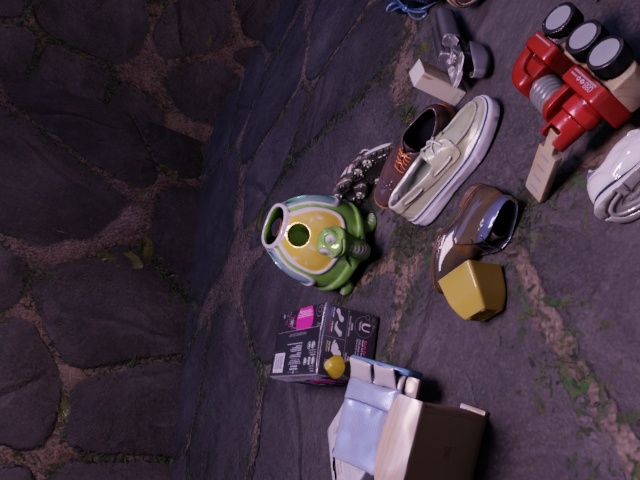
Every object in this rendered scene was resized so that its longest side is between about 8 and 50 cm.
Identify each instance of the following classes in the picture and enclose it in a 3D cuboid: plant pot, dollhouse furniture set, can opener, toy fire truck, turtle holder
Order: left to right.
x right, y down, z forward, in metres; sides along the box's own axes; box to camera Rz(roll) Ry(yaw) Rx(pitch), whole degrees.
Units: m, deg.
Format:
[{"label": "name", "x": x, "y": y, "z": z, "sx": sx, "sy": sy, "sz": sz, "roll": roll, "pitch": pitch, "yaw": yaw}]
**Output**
[{"label": "turtle holder", "x": -0.010, "y": 0.012, "z": 1.478, "sx": 0.243, "sy": 0.228, "sz": 0.320, "roll": -60, "pitch": 27, "yaw": 23}, {"label": "dollhouse furniture set", "x": 0.073, "y": 0.346, "z": 1.001, "sx": 0.304, "sy": 0.198, "sz": 0.286, "roll": 8, "pitch": 80, "yaw": 46}, {"label": "can opener", "x": 0.308, "y": -0.427, "z": 1.333, "sx": 0.283, "sy": 0.095, "sz": 0.076, "roll": -86, "pitch": 2, "yaw": -48}, {"label": "plant pot", "x": 0.267, "y": 0.092, "z": 1.030, "sx": 0.081, "sy": 0.082, "sz": 0.083, "roll": -45, "pitch": 47, "yaw": 44}, {"label": "toy fire truck", "x": 0.377, "y": -0.207, "z": 0.955, "sx": 0.246, "sy": 0.159, "sz": 0.217, "roll": -46, "pitch": 33, "yaw": 25}]

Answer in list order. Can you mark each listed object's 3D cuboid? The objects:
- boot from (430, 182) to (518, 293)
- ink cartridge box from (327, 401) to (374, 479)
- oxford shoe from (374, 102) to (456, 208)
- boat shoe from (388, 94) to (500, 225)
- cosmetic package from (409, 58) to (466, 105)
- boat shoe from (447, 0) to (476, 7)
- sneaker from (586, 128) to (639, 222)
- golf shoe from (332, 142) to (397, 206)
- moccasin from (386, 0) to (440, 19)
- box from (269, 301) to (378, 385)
[{"label": "boot", "x": 0.271, "y": 0.003, "z": 1.075, "sx": 0.219, "sy": 0.082, "sz": 0.106, "roll": -68, "pitch": 22, "yaw": 3}, {"label": "ink cartridge box", "x": 0.075, "y": 0.427, "z": 1.250, "sx": 0.232, "sy": 0.066, "sz": 0.189, "roll": 104, "pitch": 165, "yaw": -46}, {"label": "oxford shoe", "x": 0.186, "y": -0.184, "z": 1.323, "sx": 0.097, "sy": 0.098, "sz": 0.271, "roll": 39, "pitch": 116, "yaw": 21}, {"label": "boat shoe", "x": 0.248, "y": -0.161, "z": 1.221, "sx": 0.302, "sy": 0.094, "sz": 0.109, "roll": -61, "pitch": 27, "yaw": 23}, {"label": "cosmetic package", "x": 0.254, "y": -0.343, "z": 1.310, "sx": 0.041, "sy": 0.115, "sz": 0.060, "roll": -53, "pitch": 31, "yaw": 37}, {"label": "boat shoe", "x": 0.385, "y": -0.619, "z": 1.235, "sx": 0.342, "sy": 0.123, "sz": 0.123, "roll": -47, "pitch": 32, "yaw": 31}, {"label": "sneaker", "x": 0.449, "y": -0.125, "z": 0.796, "sx": 0.235, "sy": 0.090, "sz": 0.094, "roll": -46, "pitch": 25, "yaw": 41}, {"label": "golf shoe", "x": 0.119, "y": -0.190, "z": 1.508, "sx": 0.273, "sy": 0.105, "sz": 0.120, "roll": -33, "pitch": 37, "yaw": 53}, {"label": "moccasin", "x": 0.236, "y": -0.644, "z": 1.579, "sx": 0.342, "sy": 0.138, "sz": 0.116, "roll": -88, "pitch": 22, "yaw": -62}, {"label": "box", "x": 0.005, "y": 0.248, "z": 1.387, "sx": 0.247, "sy": 0.142, "sz": 0.163, "roll": -25, "pitch": 52, "yaw": 59}]
